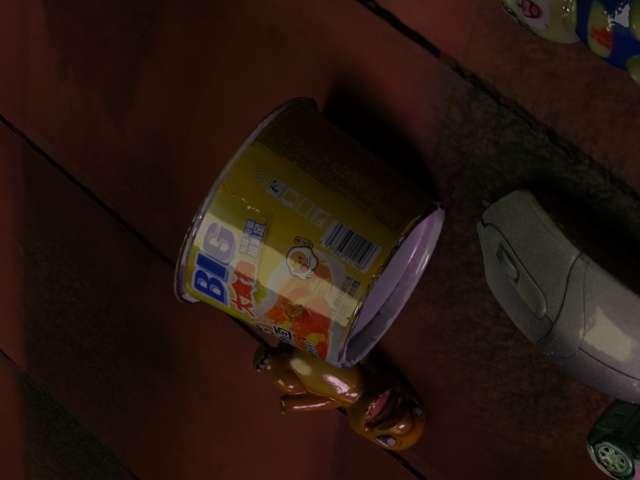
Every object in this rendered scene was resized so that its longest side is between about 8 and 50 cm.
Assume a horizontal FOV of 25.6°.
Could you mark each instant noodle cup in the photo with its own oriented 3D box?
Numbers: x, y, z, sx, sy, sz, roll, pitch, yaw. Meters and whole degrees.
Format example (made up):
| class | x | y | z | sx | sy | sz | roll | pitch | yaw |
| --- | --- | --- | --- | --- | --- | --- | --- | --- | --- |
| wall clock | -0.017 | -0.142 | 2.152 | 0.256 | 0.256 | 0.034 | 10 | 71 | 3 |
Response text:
| class | x | y | z | sx | sy | sz | roll | pitch | yaw |
| --- | --- | --- | --- | --- | --- | --- | --- | --- | --- |
| instant noodle cup | 0.000 | 0.000 | 1.152 | 0.153 | 0.205 | 0.205 | 30 | 142 | 16 |

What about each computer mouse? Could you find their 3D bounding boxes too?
| class | x | y | z | sx | sy | sz | roll | pitch | yaw |
| --- | --- | --- | --- | --- | --- | --- | --- | --- | --- |
| computer mouse | 0.190 | 0.045 | 1.052 | 0.229 | 0.068 | 0.113 | 40 | 138 | 25 |

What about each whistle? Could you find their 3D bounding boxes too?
| class | x | y | z | sx | sy | sz | roll | pitch | yaw |
| --- | --- | --- | --- | --- | --- | --- | --- | --- | --- |
| whistle | 0.193 | -0.147 | 0.867 | 0.227 | 0.085 | 0.105 | 30 | 150 | 29 |

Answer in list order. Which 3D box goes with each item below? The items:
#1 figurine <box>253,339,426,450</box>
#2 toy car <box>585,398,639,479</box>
| class | x | y | z | sx | sy | sz | roll | pitch | yaw |
| --- | --- | --- | --- | --- | --- | --- | --- | --- | --- |
| figurine | 0.024 | 0.136 | 1.350 | 0.176 | 0.121 | 0.122 | 38 | 174 | 4 |
| toy car | 0.302 | 0.163 | 1.023 | 0.224 | 0.090 | 0.076 | 8 | 129 | 47 |
